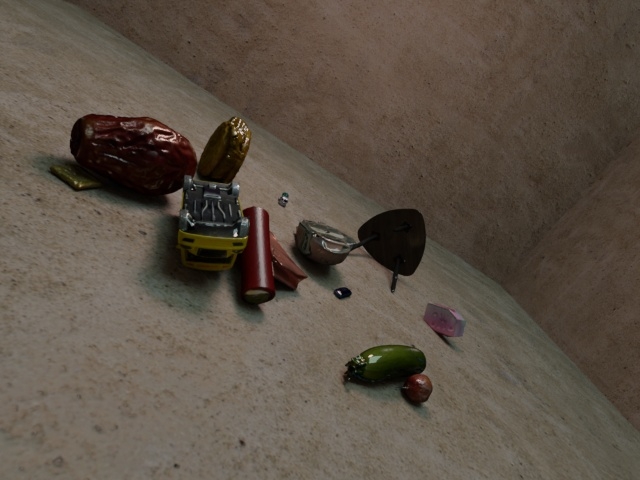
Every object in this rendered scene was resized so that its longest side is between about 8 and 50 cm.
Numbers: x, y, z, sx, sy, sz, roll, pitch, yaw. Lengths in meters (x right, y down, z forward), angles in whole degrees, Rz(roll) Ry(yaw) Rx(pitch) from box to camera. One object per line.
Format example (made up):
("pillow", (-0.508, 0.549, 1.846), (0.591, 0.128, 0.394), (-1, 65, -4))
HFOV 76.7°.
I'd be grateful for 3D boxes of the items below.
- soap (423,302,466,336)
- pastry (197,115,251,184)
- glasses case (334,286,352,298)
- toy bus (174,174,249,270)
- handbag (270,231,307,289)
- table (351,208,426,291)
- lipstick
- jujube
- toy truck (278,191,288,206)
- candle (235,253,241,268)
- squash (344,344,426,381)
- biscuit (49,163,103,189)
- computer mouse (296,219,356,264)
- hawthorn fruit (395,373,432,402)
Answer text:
("soap", (0.461, 0.299, 1.503), (0.056, 0.100, 0.149), (12, 2, -41))
("pastry", (-0.330, -0.318, 1.450), (0.132, 0.235, 0.240), (29, 26, -32))
("glasses case", (0.072, 0.161, 1.268), (0.033, 0.023, 0.083), (44, 18, 22))
("toy bus", (-0.258, -0.038, 0.942), (0.144, 0.152, 0.330), (6, 25, -19))
("handbag", (-0.136, 0.033, 1.097), (0.212, 0.059, 0.157), (46, 4, 33))
("table", (0.255, 0.035, 1.687), (0.317, 0.318, 0.249), (38, 31, 11))
("lipstick", (-0.152, 0.031, 0.956), (0.080, 0.080, 0.242), (22, 44, -36))
("jujube", (-0.453, -0.213, 1.009), (0.290, 0.197, 0.197), (9, 30, -49))
("toy truck", (-0.155, -0.177, 1.725), (0.039, 0.044, 0.083), (28, 18, -13))
("candle", (-0.207, 0.045, 1.032), (0.162, 0.048, 0.053), (45, -10, 25))
("squash", (0.166, 0.296, 0.981), (0.331, 0.087, 0.087), (14, 27, -46))
("biscuit", (-0.550, -0.144, 0.916), (0.083, 0.018, 0.081), (35, 17, 1))
("computer mouse", (-0.002, 0.006, 1.412), (0.199, 0.115, 0.389), (20, 9, -13))
("hawthorn fruit", (0.222, 0.351, 0.969), (0.103, 0.067, 0.067), (20, 22, -35))
